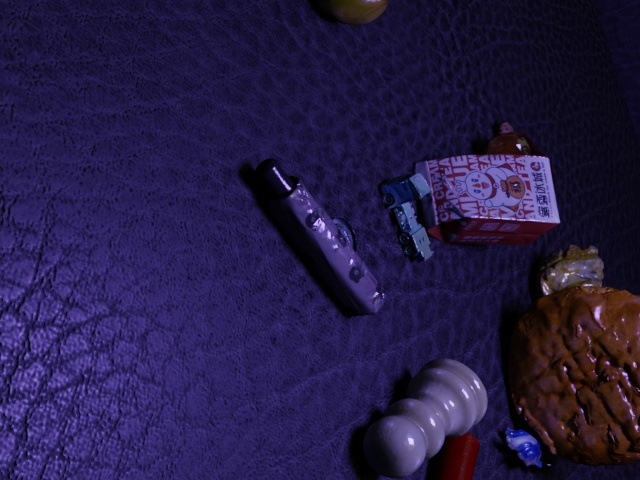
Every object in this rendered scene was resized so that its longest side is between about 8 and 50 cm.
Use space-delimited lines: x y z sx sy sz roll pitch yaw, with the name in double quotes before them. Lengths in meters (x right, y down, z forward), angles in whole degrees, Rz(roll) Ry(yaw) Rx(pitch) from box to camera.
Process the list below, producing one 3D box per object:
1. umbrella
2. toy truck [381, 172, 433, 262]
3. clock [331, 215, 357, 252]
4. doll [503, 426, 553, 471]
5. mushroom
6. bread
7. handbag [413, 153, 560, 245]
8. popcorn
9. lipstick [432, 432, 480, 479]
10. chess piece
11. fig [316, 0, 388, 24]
"umbrella" 0.000 0.000 1.397 0.337 0.073 0.067 52 33 -27
"toy truck" 0.187 -0.045 1.660 0.067 0.081 0.175 -32 104 -51
"clock" 0.034 0.000 1.491 0.085 0.017 0.085 24 59 -48
"doll" 0.444 0.455 1.837 0.195 0.070 0.096 34 21 -46
"mushroom" 0.483 -0.214 2.103 0.227 0.148 0.217 53 25 -29
"bread" 0.604 0.292 1.867 0.215 0.398 0.398 -3 80 -62
"handbag" 0.341 -0.089 1.806 0.298 0.151 0.171 3 68 -16
"popcorn" 0.631 0.113 2.129 0.185 0.167 0.187 43 50 -43
"lipstick" 0.233 0.461 1.535 0.080 0.080 0.241 50 43 -30
"chess piece" 0.168 0.320 1.463 0.251 0.144 0.144 -29 101 -47
"fig" 0.053 -0.478 1.617 0.153 0.121 0.136 28 58 -17
